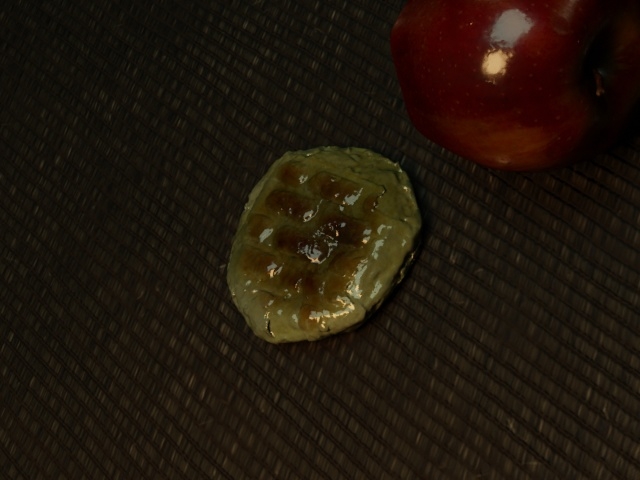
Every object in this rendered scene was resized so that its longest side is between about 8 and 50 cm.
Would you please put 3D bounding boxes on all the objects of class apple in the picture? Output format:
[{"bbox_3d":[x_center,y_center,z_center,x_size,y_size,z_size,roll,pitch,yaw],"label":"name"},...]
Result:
[{"bbox_3d":[0.239,-0.218,1.861,0.317,0.288,0.288,14,71,54],"label":"apple"}]

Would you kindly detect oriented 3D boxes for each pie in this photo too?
[{"bbox_3d":[0.000,0.000,2.035,0.306,0.071,0.306,-17,55,26],"label":"pie"}]
